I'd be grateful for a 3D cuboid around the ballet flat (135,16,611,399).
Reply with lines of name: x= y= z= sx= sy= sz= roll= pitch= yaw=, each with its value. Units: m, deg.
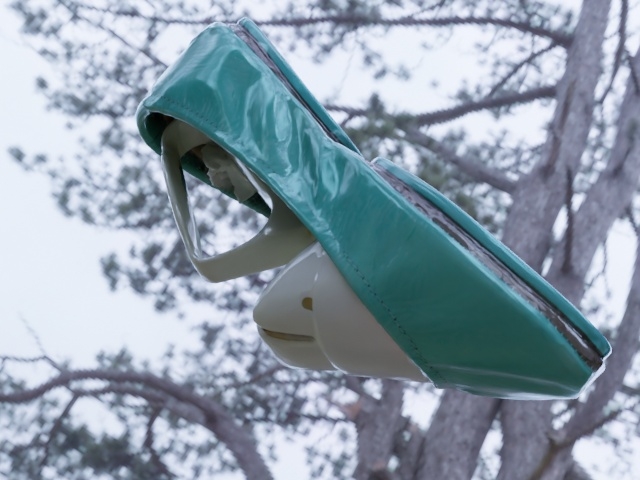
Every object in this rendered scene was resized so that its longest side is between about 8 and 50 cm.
ballet flat: x=0.000 y=0.000 z=0.419 sx=0.247 sy=0.087 sz=0.083 roll=46 pitch=-3 yaw=42
